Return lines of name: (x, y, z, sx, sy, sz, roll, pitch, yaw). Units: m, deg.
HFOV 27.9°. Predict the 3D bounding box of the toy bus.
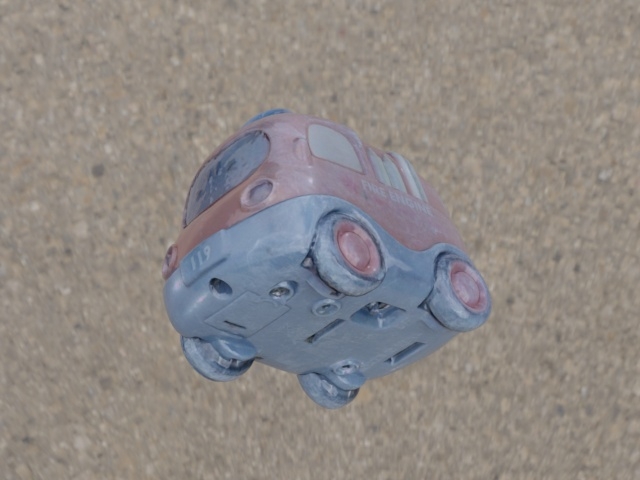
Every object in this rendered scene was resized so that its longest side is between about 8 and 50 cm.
toy bus: (0.000, 0.000, 1.159, 0.294, 0.197, 0.232, 19, 49, -38)
